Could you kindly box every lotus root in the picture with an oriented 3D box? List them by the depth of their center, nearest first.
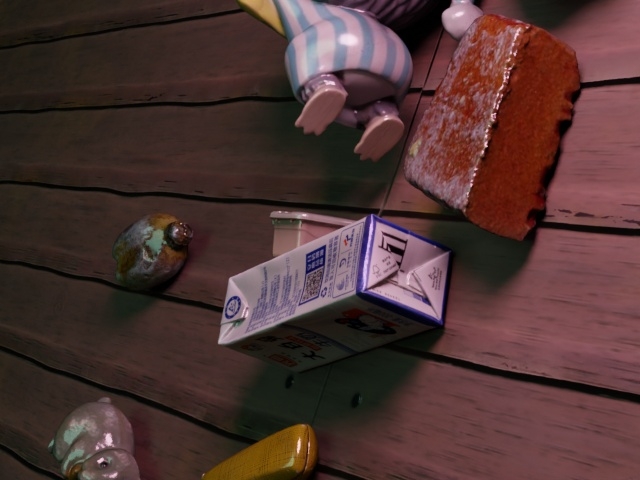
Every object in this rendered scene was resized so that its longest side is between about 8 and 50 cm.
[{"bbox_3d":[-0.261,0.013,2.369,0.192,0.088,0.113,-28,64,47],"label":"lotus root"}]

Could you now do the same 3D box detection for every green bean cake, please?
[{"bbox_3d":[0.203,-0.133,1.710,0.233,0.097,0.198,-65,28,3],"label":"green bean cake"}]

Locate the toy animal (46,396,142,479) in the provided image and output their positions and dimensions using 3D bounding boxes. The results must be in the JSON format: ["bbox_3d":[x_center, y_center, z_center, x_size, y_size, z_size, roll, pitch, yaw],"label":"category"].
[{"bbox_3d":[-0.309,0.335,2.204,0.251,0.125,0.127,36,130,54],"label":"toy animal"}]

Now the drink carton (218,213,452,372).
[{"bbox_3d":[0.013,0.071,1.845,0.315,0.130,0.106,-24,49,52],"label":"drink carton"}]

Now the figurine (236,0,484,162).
[{"bbox_3d":[0.095,-0.359,1.886,0.378,0.266,0.361,-46,42,33],"label":"figurine"}]

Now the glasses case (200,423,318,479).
[{"bbox_3d":[-0.083,0.301,1.906,0.234,0.064,0.079,-35,41,43],"label":"glasses case"}]

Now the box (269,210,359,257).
[{"bbox_3d":[0.000,0.000,1.930,0.089,0.122,0.062,2,83,58],"label":"box"}]

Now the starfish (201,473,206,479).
[{"bbox_3d":[-0.158,0.362,2.036,0.092,0.016,0.086,-54,30,11],"label":"starfish"}]
